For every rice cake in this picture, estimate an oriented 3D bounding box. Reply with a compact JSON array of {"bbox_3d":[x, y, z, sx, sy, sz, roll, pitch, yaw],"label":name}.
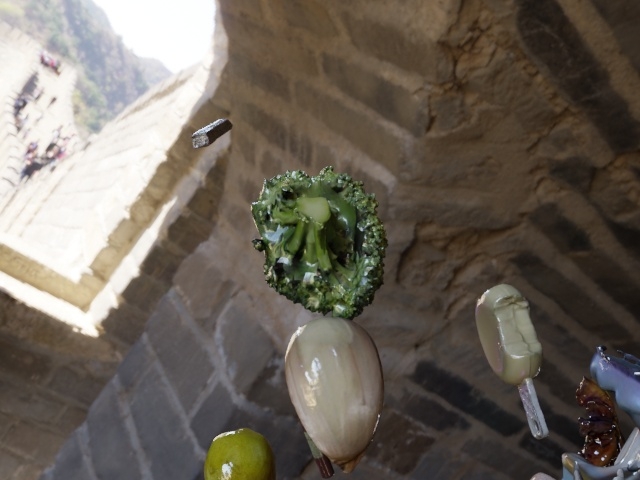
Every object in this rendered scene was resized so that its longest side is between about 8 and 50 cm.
[{"bbox_3d":[-0.236,-0.237,1.364,0.047,0.036,0.207,-5,18,7],"label":"rice cake"}]

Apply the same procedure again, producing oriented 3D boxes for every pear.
[{"bbox_3d":[-0.199,0.581,1.573,0.200,0.200,0.200,36,1,-1],"label":"pear"}]

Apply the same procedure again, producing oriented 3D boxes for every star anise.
[{"bbox_3d":[0.432,0.287,0.957,0.057,0.168,0.167,-13,-34,37],"label":"star anise"}]

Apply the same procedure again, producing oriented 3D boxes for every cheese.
[{"bbox_3d":[0.374,0.228,1.181,0.163,0.082,0.287,89,-11,-62],"label":"cheese"}]

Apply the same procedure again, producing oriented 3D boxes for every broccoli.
[{"bbox_3d":[0.001,0.003,0.922,0.226,0.197,0.176,-99,169,-56],"label":"broccoli"}]

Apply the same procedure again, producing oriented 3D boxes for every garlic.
[{"bbox_3d":[0.014,0.191,0.805,0.115,0.128,0.207,11,61,-41],"label":"garlic"}]

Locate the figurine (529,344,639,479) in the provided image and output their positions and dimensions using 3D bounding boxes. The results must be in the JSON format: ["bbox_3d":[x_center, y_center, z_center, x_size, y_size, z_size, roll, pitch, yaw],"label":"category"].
[{"bbox_3d":[0.206,0.294,0.432,0.276,0.388,0.248,29,6,25],"label":"figurine"}]

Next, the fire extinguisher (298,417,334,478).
[{"bbox_3d":[-0.008,0.399,1.253,0.173,0.035,0.049,69,-17,-8],"label":"fire extinguisher"}]
